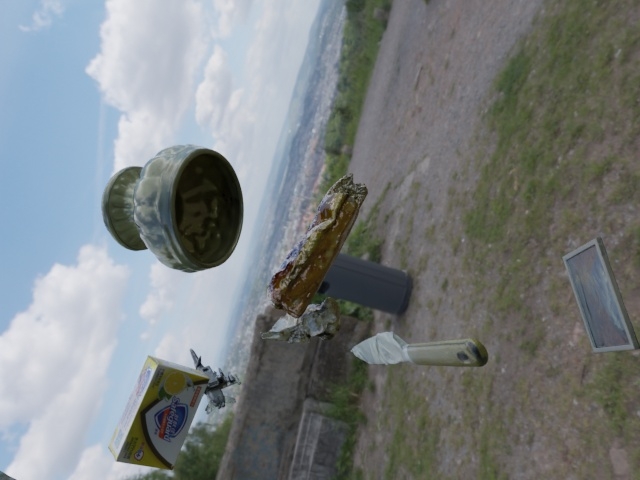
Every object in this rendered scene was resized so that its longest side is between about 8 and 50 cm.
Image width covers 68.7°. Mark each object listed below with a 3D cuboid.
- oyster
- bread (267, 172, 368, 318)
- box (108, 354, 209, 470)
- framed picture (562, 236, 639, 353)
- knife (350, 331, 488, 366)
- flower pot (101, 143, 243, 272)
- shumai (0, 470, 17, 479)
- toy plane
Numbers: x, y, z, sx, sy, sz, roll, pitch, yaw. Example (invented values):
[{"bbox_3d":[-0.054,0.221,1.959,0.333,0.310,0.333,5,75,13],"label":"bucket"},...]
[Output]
[{"bbox_3d":[-0.041,0.216,1.195,0.232,0.107,0.161,-24,15,34],"label":"oyster"},{"bbox_3d":[0.000,0.000,1.111,0.381,0.109,0.185,-60,-6,-16],"label":"bread"},{"bbox_3d":[-0.440,0.470,1.285,0.097,0.168,0.265,4,68,57],"label":"box"},{"bbox_3d":[0.643,0.134,1.088,0.184,0.016,0.250,73,-173,-74],"label":"framed picture"},{"bbox_3d":[0.090,0.122,0.528,0.017,0.047,0.298,-40,-2,-21],"label":"knife"},{"bbox_3d":[-0.355,-0.077,1.131,0.307,0.243,0.308,3,-90,-66],"label":"flower pot"},{"bbox_3d":[-0.425,0.354,0.389,0.292,0.329,0.288,-61,-12,7],"label":"shumai"},{"bbox_3d":[-0.376,0.442,1.532,0.262,0.192,0.088,53,138,31],"label":"toy plane"}]
